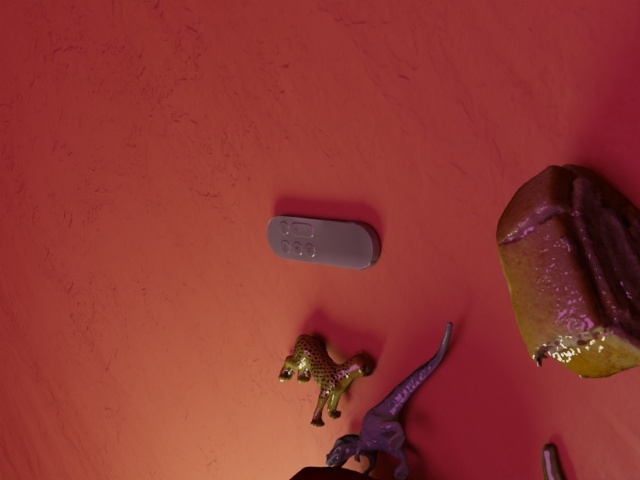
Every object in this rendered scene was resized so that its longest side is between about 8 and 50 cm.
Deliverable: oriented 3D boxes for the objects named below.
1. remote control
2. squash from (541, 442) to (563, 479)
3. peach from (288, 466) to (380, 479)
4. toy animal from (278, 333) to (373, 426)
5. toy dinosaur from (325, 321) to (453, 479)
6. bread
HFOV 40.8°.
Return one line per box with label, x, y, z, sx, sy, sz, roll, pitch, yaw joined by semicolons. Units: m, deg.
remote control;0.000;0.000;1.401;0.245;0.022;0.077;8;108;45
squash;0.315;0.319;1.164;0.027;0.027;0.089;-20;85;47
peach;0.045;0.500;1.299;0.332;0.308;0.308;58;134;14
toy animal;0.000;0.208;1.436;0.181;0.073;0.136;45;122;44
toy dinosaur;0.123;0.284;1.309;0.383;0.076;0.129;-48;45;36
bread;0.301;0.031;0.986;0.124;0.186;0.257;-43;62;47
